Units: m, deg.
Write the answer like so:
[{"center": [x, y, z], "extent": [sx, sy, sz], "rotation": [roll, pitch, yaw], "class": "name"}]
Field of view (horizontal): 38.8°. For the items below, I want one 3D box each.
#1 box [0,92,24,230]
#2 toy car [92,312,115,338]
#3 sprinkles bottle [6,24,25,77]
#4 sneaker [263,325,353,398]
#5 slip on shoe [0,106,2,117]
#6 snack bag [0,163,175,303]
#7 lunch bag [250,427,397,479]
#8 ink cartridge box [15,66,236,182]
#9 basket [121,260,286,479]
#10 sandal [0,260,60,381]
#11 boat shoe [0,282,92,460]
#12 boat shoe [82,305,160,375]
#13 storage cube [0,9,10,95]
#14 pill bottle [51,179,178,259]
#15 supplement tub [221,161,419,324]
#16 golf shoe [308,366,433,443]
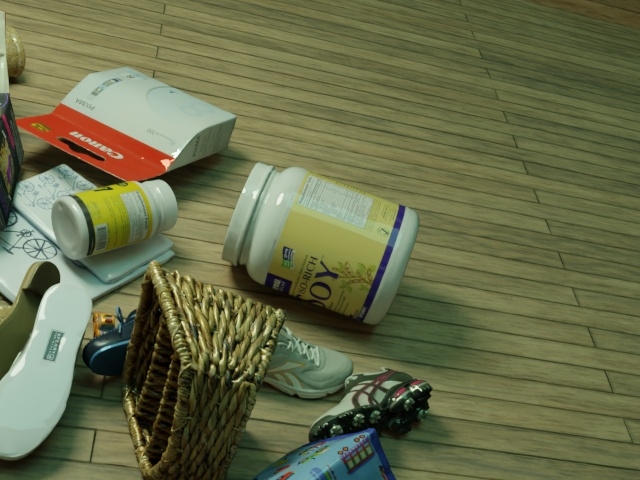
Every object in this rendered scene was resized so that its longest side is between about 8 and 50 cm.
[{"center": [-0.657, -0.143, 1.676], "extent": [0.165, 0.143, 0.270], "rotation": [-5, 38, -5], "class": "box"}, {"center": [-0.404, 0.130, 1.554], "extent": [0.122, 0.040, 0.060], "rotation": [24, 47, -18], "class": "toy car"}, {"center": [-0.821, -0.384, 1.951], "extent": [0.355, 0.121, 0.121], "rotation": [-22, 54, -41], "class": "sprinkles bottle"}, {"center": [-0.060, 0.198, 1.583], "extent": [0.262, 0.121, 0.099], "rotation": [8, 40, -16], "class": "sneaker"}, {"center": [-0.606, -0.212, 1.613], "extent": [0.051, 0.041, 0.135], "rotation": [7, 38, 7], "class": "slip on shoe"}, {"center": [-0.499, -0.002, 1.701], "extent": [0.323, 0.037, 0.342], "rotation": [36, 40, 19], "class": "snack bag"}, {"center": [-0.058, 0.369, 1.277], "extent": [0.221, 0.293, 0.138], "rotation": [-30, 100, -32], "class": "lunch bag"}, {"center": [-0.404, -0.255, 1.914], "extent": [0.308, 0.091, 0.385], "rotation": [27, 24, 16], "class": "ink cartridge box"}, {"center": [-0.208, 0.223, 1.343], "extent": [0.223, 0.299, 0.213], "rotation": [21, 39, -3], "class": "basket"}, {"center": [-0.514, 0.139, 1.499], "extent": [0.079, 0.088, 0.240], "rotation": [-5, 49, 31], "class": "sandal"}, {"center": [-0.439, 0.211, 1.420], "extent": [0.108, 0.102, 0.301], "rotation": [17, 53, -11], "class": "boat shoe"}, {"center": [-0.305, 0.162, 1.549], "extent": [0.089, 0.109, 0.258], "rotation": [48, 29, 22], "class": "boat shoe"}, {"center": [-0.745, -0.360, 1.783], "extent": [0.215, 0.193, 0.183], "rotation": [4, 79, -52], "class": "storage cube"}, {"center": [-0.378, -0.044, 1.683], "extent": [0.208, 0.119, 0.119], "rotation": [-18, 51, -40], "class": "pill bottle"}, {"center": [0.000, 0.000, 1.754], "extent": [0.331, 0.241, 0.241], "rotation": [20, 38, 1], "class": "supplement tub"}, {"center": [0.068, 0.294, 1.561], "extent": [0.273, 0.105, 0.120], "rotation": [-12, 32, -42], "class": "golf shoe"}]
